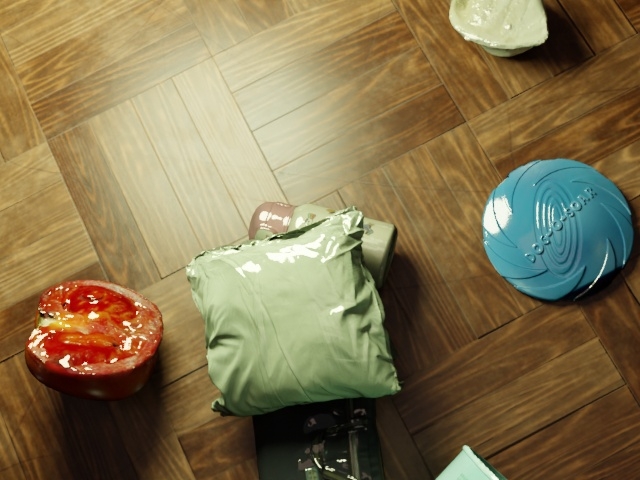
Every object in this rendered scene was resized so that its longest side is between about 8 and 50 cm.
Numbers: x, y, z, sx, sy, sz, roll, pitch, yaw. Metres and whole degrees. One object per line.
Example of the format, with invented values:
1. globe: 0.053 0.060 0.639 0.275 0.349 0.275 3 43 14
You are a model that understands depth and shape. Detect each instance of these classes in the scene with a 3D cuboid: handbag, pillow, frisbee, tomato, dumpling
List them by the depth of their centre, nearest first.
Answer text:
1. pillow: -0.049 0.113 1.285 0.310 0.138 0.283 -12 83 17
2. handbag: 0.001 0.337 1.295 0.211 0.088 0.254 -12 68 12
3. tomato: -0.354 0.176 1.340 0.201 0.139 0.233 10 34 -7
4. frisbee: 0.382 -0.022 1.373 0.242 0.045 0.242 -2 76 7
5. dumpling: 0.301 -0.371 1.448 0.150 0.092 0.176 -24 73 -3

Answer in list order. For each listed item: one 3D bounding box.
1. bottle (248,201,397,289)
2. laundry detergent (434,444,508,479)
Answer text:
1. bottle: 0.000 0.000 1.374 0.233 0.110 0.109 15 77 9
2. laundry detergent: 0.194 0.479 1.126 0.287 0.287 0.305 42 89 15
